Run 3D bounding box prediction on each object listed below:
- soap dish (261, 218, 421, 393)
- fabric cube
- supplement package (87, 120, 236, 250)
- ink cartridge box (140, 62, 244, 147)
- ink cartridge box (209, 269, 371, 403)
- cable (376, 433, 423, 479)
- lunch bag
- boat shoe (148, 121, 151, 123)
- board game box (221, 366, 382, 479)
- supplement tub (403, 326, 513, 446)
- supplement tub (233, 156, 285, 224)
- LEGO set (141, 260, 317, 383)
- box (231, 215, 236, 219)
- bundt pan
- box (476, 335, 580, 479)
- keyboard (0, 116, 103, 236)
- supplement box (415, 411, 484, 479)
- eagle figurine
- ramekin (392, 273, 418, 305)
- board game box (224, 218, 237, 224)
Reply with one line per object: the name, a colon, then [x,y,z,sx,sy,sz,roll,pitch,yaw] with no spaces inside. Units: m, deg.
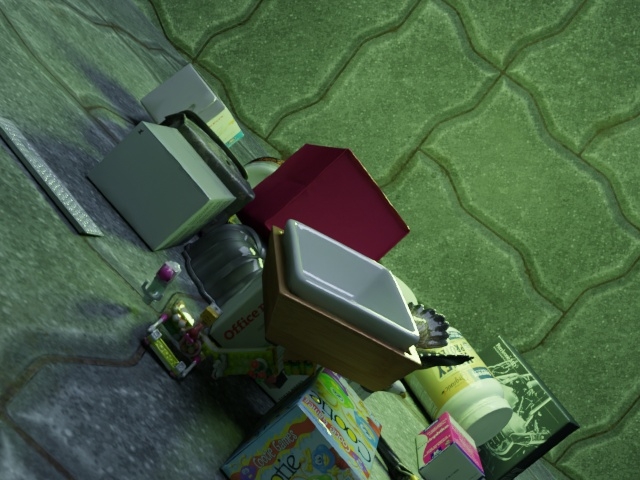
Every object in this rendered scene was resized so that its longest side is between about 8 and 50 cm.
soap dish: [0.018,0.094,1.213,0.229,0.118,0.291,28,14,-14]
fabric cube: [-0.005,-0.046,1.835,0.254,0.259,0.258,52,-11,-22]
supplement package: [-0.298,-0.104,1.533,0.194,0.149,0.203,49,8,2]
ink cartridge box: [-0.338,-0.323,2.128,0.168,0.171,0.232,51,-3,12]
ink cartridge box: [-0.031,0.181,1.425,0.278,0.201,0.117,47,11,-9]
cable: [0.186,0.478,1.634,0.139,0.072,0.287,48,6,-42]
lunch bag: [-0.289,-0.171,1.850,0.235,0.169,0.287,49,3,-21]
boat shoe: [-0.423,-0.262,1.987,0.043,0.049,0.137,48,3,-19]
board game box: [-0.015,0.300,1.168,0.142,0.144,0.275,50,9,4]
supplement tub: [0.401,0.438,2.377,0.228,0.228,0.316,38,13,-52]
supplement tub: [-0.158,-0.135,2.256,0.193,0.193,0.316,47,8,-6]
LEGO set: [-0.151,0.158,1.169,0.287,0.132,0.107,32,14,2]
box: [-0.279,-0.128,2.081,0.169,0.054,0.059,49,8,11]
bundt pan: [-0.123,0.093,1.636,0.331,0.124,0.331,48,8,-9]
box: [0.568,0.536,2.501,0.343,0.312,0.179,53,10,31]
keyboard: [-0.440,-0.105,1.283,0.256,0.014,0.072,50,8,7]
supplement box: [0.309,0.521,1.933,0.114,0.111,0.220,47,8,-1]
eagle figurine: [0.135,0.248,1.634,0.226,0.298,0.225,53,10,27]
ramekin: [0.097,0.160,2.012,0.303,0.148,0.303,24,19,-9]
board game box: [-0.194,0.015,1.885,0.170,0.048,0.141,45,8,-19]
